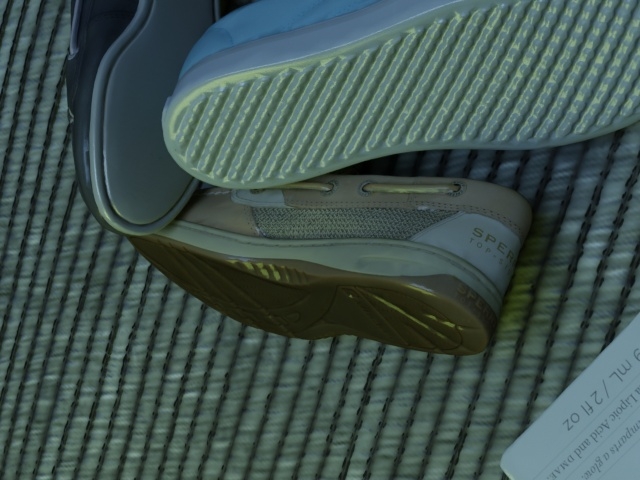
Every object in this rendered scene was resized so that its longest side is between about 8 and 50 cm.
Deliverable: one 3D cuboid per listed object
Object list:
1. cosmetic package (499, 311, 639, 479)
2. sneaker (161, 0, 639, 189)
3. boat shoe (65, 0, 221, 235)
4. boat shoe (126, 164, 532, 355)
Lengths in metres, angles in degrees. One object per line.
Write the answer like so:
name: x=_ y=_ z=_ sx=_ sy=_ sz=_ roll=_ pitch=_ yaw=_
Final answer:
cosmetic package: x=0.240 y=0.140 z=0.908 sx=0.184 sy=0.151 sz=0.151 roll=49 pitch=116 yaw=21
sneaker: x=0.072 y=-0.144 z=1.023 sx=0.365 sy=0.135 sz=0.150 roll=-7 pitch=43 yaw=13
boat shoe: x=-0.133 y=-0.155 z=1.141 sx=0.095 sy=0.112 sz=0.335 roll=-16 pitch=62 yaw=49
boat shoe: x=0.000 y=0.000 z=1.094 sx=0.341 sy=0.122 sz=0.110 roll=9 pitch=62 yaw=40
